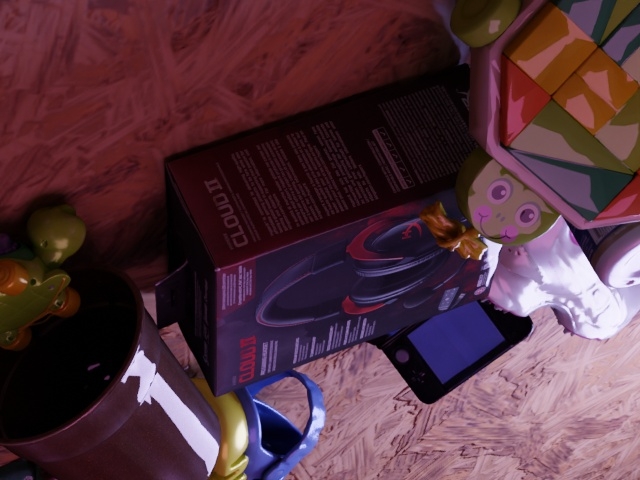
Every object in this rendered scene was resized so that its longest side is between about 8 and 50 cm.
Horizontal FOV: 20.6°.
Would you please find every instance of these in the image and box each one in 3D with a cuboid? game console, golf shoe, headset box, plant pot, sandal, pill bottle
[{"bbox_3d":[0.114,0.085,1.714,0.144,0.124,0.085,-37,178,20],"label":"game console"},{"bbox_3d":[0.251,0.013,1.682,0.140,0.115,0.306,-43,150,22],"label":"golf shoe"},{"bbox_3d":[0.000,0.000,1.430,0.293,0.110,0.218,-19,151,-15],"label":"headset box"},{"bbox_3d":[-0.171,0.132,1.397,0.167,0.167,0.165,-31,133,7],"label":"plant pot"},{"bbox_3d":[-0.070,0.226,1.758,0.138,0.126,0.317,-21,154,-21],"label":"sandal"},{"bbox_3d":[0.240,-0.052,1.488,0.094,0.169,0.094,-20,152,-11],"label":"pill bottle"}]

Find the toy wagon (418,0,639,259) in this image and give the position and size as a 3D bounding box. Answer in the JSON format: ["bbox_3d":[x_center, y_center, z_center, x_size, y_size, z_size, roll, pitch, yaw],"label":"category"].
[{"bbox_3d":[0.216,-0.110,1.297,0.267,0.068,0.344,37,99,-28],"label":"toy wagon"}]

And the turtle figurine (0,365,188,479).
[{"bbox_3d":[-0.229,0.176,1.540,0.234,0.118,0.175,-28,153,15],"label":"turtle figurine"}]

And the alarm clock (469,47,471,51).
[{"bbox_3d":[0.215,-0.166,1.392,0.192,0.064,0.129,-32,153,2],"label":"alarm clock"}]

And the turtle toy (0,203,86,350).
[{"bbox_3d":[-0.227,0.025,1.321,0.130,0.066,0.095,-34,152,13],"label":"turtle toy"}]
